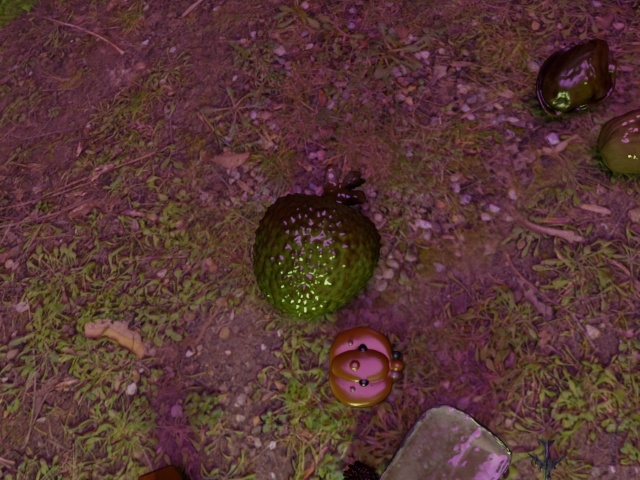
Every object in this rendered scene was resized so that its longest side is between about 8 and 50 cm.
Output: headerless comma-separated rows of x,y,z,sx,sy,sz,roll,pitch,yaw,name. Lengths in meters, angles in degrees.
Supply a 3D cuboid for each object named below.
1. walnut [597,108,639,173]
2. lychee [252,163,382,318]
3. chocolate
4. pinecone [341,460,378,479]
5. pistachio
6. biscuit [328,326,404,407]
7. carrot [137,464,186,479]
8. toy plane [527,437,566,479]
0.689,-0.211,1.089,0.167,0.149,0.166,-10,35,7,walnut
-0.005,0.011,1.075,0.270,0.270,0.320,43,116,21,lychee
0.202,0.459,0.942,0.185,0.100,0.303,36,77,7,chocolate
0.072,0.475,0.986,0.077,0.077,0.083,39,91,21,pinecone
0.591,-0.374,1.171,0.210,0.130,0.165,-46,72,1,pistachio
0.096,0.266,1.068,0.170,0.050,0.170,-3,70,9,biscuit
-0.291,0.603,0.986,0.114,0.114,0.301,-20,70,3,carrot
0.431,0.420,0.963,0.078,0.024,0.084,6,70,-7,toy plane
